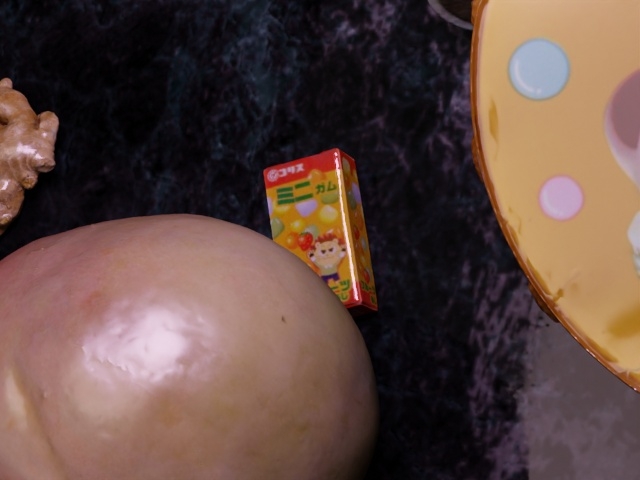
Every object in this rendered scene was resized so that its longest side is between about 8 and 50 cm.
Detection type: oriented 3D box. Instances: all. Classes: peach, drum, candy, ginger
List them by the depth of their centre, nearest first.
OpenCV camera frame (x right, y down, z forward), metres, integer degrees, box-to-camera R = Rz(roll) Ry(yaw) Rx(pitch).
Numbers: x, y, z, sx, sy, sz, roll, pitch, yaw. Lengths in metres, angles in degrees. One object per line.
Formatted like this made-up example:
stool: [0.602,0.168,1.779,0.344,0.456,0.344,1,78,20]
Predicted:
drum: [0.302,-0.087,0.979,0.431,0.214,0.431,0,90,15]
peach: [-0.110,0.099,1.111,0.292,0.292,0.248,22,95,27]
candy: [0.000,0.000,1.248,0.062,0.038,0.122,-15,71,20]
ginger: [-0.285,-0.038,1.378,0.176,0.052,0.193,-20,69,25]

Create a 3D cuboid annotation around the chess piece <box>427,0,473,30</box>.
chess piece: [0.122,-0.295,1.231,0.139,0.139,0.272,-17,61,19]
